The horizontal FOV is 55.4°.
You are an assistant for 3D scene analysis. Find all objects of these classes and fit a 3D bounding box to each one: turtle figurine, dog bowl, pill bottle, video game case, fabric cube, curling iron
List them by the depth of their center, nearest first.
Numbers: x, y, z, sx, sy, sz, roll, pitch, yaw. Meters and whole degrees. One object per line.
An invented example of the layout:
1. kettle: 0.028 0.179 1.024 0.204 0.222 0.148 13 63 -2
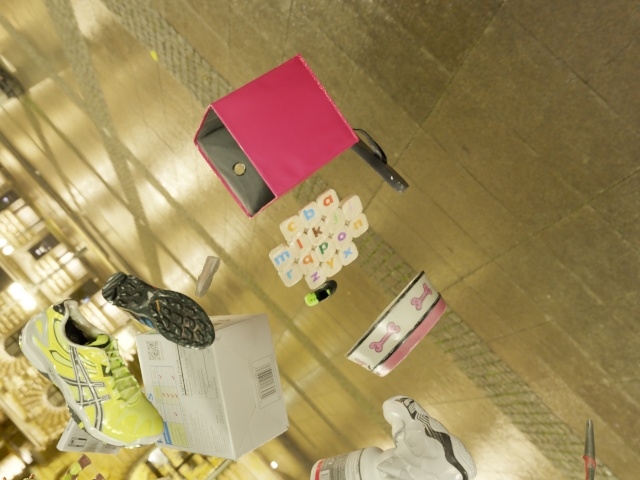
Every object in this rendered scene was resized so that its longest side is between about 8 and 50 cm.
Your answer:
1. fabric cube: -0.117 -0.244 1.477 0.254 0.258 0.259 53 157 -5
2. turtle figurine: -0.715 0.680 1.650 0.270 0.217 0.087 38 139 20
3. curling iron: 0.732 0.614 1.676 0.035 0.274 0.068 24 141 -1
4. video game case: -0.628 0.516 1.772 0.026 0.206 0.227 18 168 31
5. pill bottle: 0.139 0.791 2.037 0.319 0.176 0.176 -25 110 29
6. dog bowl: 0.272 0.301 2.115 0.150 0.408 0.408 42 161 7

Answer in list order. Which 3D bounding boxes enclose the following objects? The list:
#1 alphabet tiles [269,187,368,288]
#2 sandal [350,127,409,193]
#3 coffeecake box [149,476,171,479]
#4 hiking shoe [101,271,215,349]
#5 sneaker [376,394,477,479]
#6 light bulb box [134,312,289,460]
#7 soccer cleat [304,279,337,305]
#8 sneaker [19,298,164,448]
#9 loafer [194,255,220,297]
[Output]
1. alphabet tiles: 0.000 0.000 1.609 0.021 0.284 0.278 44 166 42
2. sandal: 0.139 -0.226 1.565 0.254 0.054 0.097 45 -160 10
3. coffeecake box: -0.511 0.743 1.731 0.185 0.143 0.068 109 152 -84
4. hiking shoe: -0.383 0.174 1.498 0.304 0.113 0.132 29 163 10
5. sneaker: 0.222 0.553 1.612 0.366 0.210 0.137 27 141 60
6. light bulb box: -0.323 0.413 1.786 0.361 0.225 0.357 -8 93 40
7. soccer cleat: 0.017 0.186 2.184 0.072 0.179 0.060 -21 96 41
8. sneaker: -0.482 0.294 1.321 0.384 0.145 0.147 45 117 -5
9. loafer: -0.319 0.099 1.687 0.039 0.125 0.045 17 156 17
